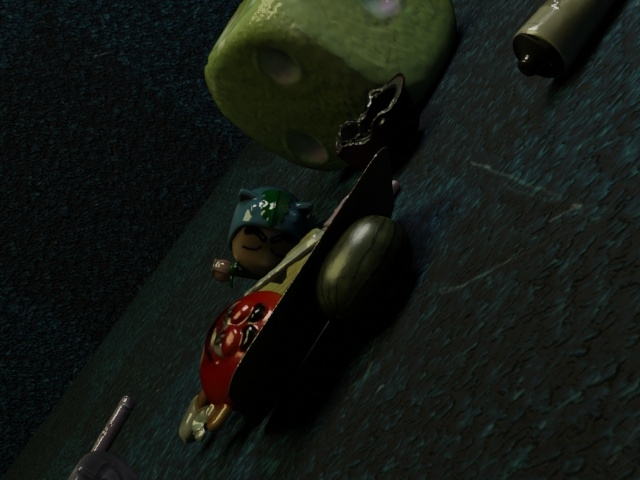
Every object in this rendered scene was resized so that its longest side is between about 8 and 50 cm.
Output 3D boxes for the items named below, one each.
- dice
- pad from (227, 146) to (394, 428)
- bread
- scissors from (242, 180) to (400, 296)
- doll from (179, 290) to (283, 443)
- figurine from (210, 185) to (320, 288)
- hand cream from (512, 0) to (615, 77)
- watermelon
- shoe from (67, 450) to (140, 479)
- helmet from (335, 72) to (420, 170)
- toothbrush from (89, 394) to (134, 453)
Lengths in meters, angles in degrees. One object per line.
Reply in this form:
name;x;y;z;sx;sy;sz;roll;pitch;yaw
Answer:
dice;0.013;-0.262;1.347;0.250;0.254;0.252;-36;22;56
pad;-0.001;0.047;0.932;0.266;0.002;0.176;-57;-17;-16
bread;-0.055;0.081;1.178;0.193;0.036;0.112;-47;20;23
scissors;0.000;-0.001;1.123;0.212;0.021;0.110;-40;14;-2
doll;-0.088;0.126;1.051;0.217;0.085;0.183;-30;36;59
figurine;-0.079;0.012;1.326;0.178;0.114;0.145;125;169;-66
hand cream;0.232;-0.212;0.882;0.186;0.054;0.087;-50;15;-17
watermelon;0.039;0.025;0.875;0.111;0.078;0.078;-56;12;-19
shoe;-0.280;0.354;1.122;0.137;0.095;0.245;-42;23;34
helmet;0.076;-0.129;1.180;0.123;0.070;0.098;-42;21;17
toothbrush;-0.383;0.390;1.580;0.029;0.024;0.354;-30;26;49
